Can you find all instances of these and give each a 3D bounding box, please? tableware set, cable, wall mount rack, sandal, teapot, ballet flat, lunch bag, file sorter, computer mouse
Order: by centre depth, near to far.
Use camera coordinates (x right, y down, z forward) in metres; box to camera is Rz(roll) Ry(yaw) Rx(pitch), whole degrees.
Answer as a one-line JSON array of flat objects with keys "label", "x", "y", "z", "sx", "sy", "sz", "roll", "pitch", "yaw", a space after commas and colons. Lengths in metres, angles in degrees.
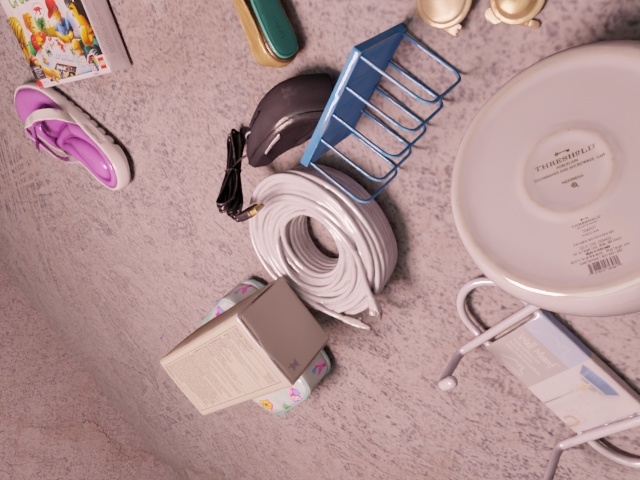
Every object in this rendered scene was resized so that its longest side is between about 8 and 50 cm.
[{"label": "teapot", "x": 0.267, "y": -0.047, "z": 0.456, "sx": 0.256, "sy": 0.187, "sz": 0.252, "roll": 33, "pitch": 106, "yaw": 44}, {"label": "tableware set", "x": 0.167, "y": -0.289, "z": 0.484, "sx": 0.141, "sy": 0.020, "sz": 0.169, "roll": 22, "pitch": 130, "yaw": 26}, {"label": "file sorter", "x": 0.073, "y": -0.149, "z": 0.594, "sx": 0.104, "sy": 0.118, "sz": 0.170, "roll": 38, "pitch": 137, "yaw": 8}, {"label": "wall mount rack", "x": 0.322, "y": 0.180, "z": 0.602, "sx": 0.350, "sy": 0.130, "sz": 0.304, "roll": 44, "pitch": 138, "yaw": 7}, {"label": "ballet flat", "x": -0.101, "y": -0.341, "z": 0.640, "sx": 0.073, "sy": 0.080, "sz": 0.232, "roll": 10, "pitch": 125, "yaw": 54}, {"label": "computer mouse", "x": -0.086, "y": -0.131, "z": 0.707, "sx": 0.262, "sy": 0.060, "sz": 0.184, "roll": -18, "pitch": 62, "yaw": 46}, {"label": "cable", "x": 0.000, "y": 0.000, "z": 0.784, "sx": 0.257, "sy": 0.089, "sz": 0.257, "roll": 15, "pitch": 127, "yaw": 34}, {"label": "lunch bag", "x": -0.116, "y": 0.228, "z": 1.031, "sx": 0.279, "sy": 0.108, "sz": 0.224, "roll": 46, "pitch": 133, "yaw": 3}, {"label": "sandal", "x": -0.606, "y": -0.244, "z": 1.122, "sx": 0.416, "sy": 0.102, "sz": 0.169, "roll": 30, "pitch": 134, "yaw": 22}]

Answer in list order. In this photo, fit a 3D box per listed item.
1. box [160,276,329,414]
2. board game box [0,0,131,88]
[{"label": "box", "x": -0.147, "y": 0.200, "z": 0.875, "sx": 0.311, "sy": 0.121, "sz": 0.148, "roll": -31, "pitch": 97, "yaw": 43}, {"label": "board game box", "x": -0.507, "y": -0.414, "z": 0.952, "sx": 0.305, "sy": 0.053, "sz": 0.193, "roll": 6, "pitch": 122, "yaw": 38}]
